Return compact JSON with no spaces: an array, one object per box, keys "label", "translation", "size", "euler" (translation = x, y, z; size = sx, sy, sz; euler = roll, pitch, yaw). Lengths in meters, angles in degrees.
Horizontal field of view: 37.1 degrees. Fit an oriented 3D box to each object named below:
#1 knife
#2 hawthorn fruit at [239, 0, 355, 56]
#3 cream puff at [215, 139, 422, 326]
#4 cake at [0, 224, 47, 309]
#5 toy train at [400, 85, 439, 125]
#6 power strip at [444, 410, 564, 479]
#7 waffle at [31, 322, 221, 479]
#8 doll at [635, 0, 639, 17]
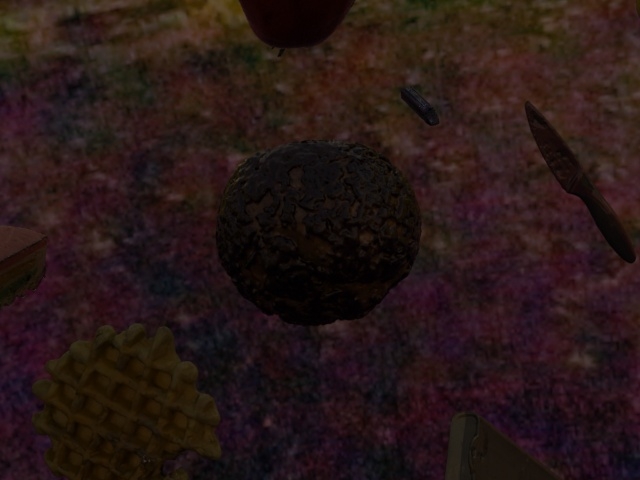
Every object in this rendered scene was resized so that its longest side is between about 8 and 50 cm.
[{"label":"knife","translation":[0.317,-0.069,1.174],"size":[0.035,0.247,0.018],"euler":[-36,11,13]},{"label":"hawthorn fruit","translation":[-0.043,-0.410,1.582],"size":[0.211,0.299,0.211],"euler":[4,60,-6]},{"label":"cream puff","translation":[0.000,0.000,1.066],"size":[0.239,0.239,0.164],"euler":[-10,53,3]},{"label":"cake","translation":[-0.544,0.057,1.555],"size":[0.090,0.109,0.225],"euler":[23,27,10]},{"label":"toy train","translation":[0.121,-0.163,1.148],"size":[0.017,0.017,0.083],"euler":[-16,37,-14]},{"label":"power strip","translation":[0.206,0.266,0.997],"size":[0.034,0.268,0.092],"euler":[-12,54,35]},{"label":"waffle","translation":[-0.244,0.230,1.189],"size":[0.261,0.250,0.056],"euler":[-21,-4,24]},{"label":"doll","translation":[0.425,-0.359,1.110],"size":[0.199,0.363,0.145],"euler":[-44,4,14]}]
